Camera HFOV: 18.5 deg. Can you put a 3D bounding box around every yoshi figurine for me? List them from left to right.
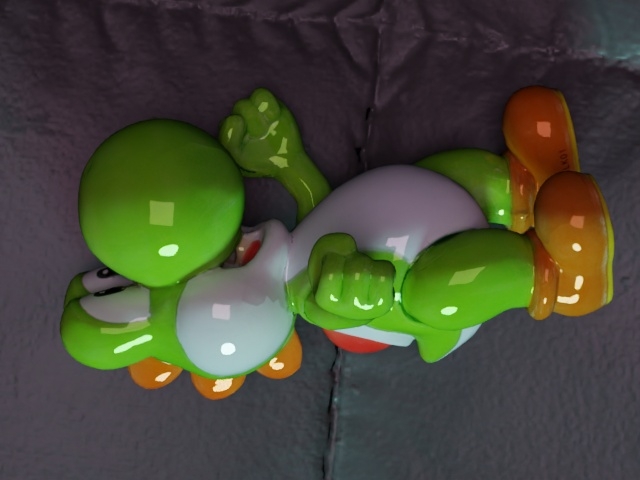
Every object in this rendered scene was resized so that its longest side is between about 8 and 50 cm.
[{"bbox_3d":[-0.004,-0.017,1.282,0.362,0.203,0.203,-13,80,1],"label":"yoshi figurine"}]
